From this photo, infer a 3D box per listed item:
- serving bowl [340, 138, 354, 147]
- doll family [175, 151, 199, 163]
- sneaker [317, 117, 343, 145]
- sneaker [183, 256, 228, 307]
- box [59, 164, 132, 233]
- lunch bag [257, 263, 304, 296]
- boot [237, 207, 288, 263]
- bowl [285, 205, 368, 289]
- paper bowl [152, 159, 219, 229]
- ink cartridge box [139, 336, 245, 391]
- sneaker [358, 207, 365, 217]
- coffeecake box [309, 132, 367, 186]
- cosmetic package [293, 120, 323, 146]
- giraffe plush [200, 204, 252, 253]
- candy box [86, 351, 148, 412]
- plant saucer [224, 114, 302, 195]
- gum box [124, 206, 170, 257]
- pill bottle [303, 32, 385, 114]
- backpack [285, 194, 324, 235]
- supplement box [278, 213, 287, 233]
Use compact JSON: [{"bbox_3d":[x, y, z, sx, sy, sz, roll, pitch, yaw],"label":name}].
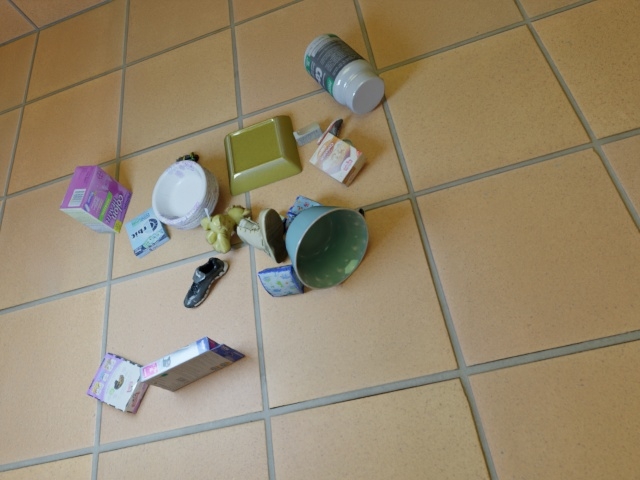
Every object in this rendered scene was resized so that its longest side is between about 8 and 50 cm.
[{"bbox_3d":[0.103,-0.375,1.921,0.083,0.027,0.083,-7,75,27],"label":"serving bowl"},{"bbox_3d":[-0.602,-0.332,2.114,0.112,0.076,0.192,-7,68,10],"label":"doll family"},{"bbox_3d":[0.054,-0.449,1.973,0.065,0.061,0.158,39,81,2],"label":"sneaker"},{"bbox_3d":[-0.464,0.155,1.810,0.078,0.106,0.234,33,79,29],"label":"sneaker"},{"bbox_3d":[-0.984,-0.176,2.060,0.118,0.243,0.213,0,65,18],"label":"box"},{"bbox_3d":[-0.141,0.137,1.687,0.129,0.151,0.096,-11,63,14],"label":"lunch bag"},{"bbox_3d":[-0.231,-0.045,1.748,0.204,0.261,0.095,28,60,29],"label":"boot"},{"bbox_3d":[0.000,0.000,1.646,0.311,0.311,0.163,-47,45,-7],"label":"bowl"},{"bbox_3d":[-0.552,-0.182,1.961,0.285,0.148,0.284,-7,72,24],"label":"paper bowl"},{"bbox_3d":[-0.440,0.425,1.625,0.311,0.185,0.065,-24,58,5],"label":"ink cartridge box"},{"bbox_3d":[0.151,-0.084,1.765,0.031,0.035,0.083,-6,64,16],"label":"sneaker"},{"bbox_3d":[0.071,-0.324,1.871,0.185,0.068,0.142,37,96,29],"label":"coffeecake box"},{"bbox_3d":[-0.052,-0.457,1.999,0.115,0.060,0.041,-25,60,4],"label":"cosmetic package"},{"bbox_3d":[-0.366,-0.069,1.869,0.171,0.210,0.181,-28,50,-31],"label":"giraffe plush"},{"bbox_3d":[-0.746,0.530,1.741,0.196,0.070,0.164,13,70,24],"label":"candy box"},{"bbox_3d":[-0.272,-0.393,2.028,0.333,0.081,0.332,-18,60,9],"label":"plant saucer"},{"bbox_3d":[-0.758,-0.038,2.036,0.157,0.041,0.184,-32,59,1],"label":"gum box"},{"bbox_3d":[0.101,-0.709,1.987,0.204,0.204,0.361,-37,59,-2],"label":"pill bottle"},{"bbox_3d":[-0.062,-0.064,1.780,0.158,0.117,0.173,30,78,27],"label":"backpack"},{"bbox_3d":[-0.181,-0.061,1.850,0.083,0.056,0.083,28,76,27],"label":"supplement box"}]
